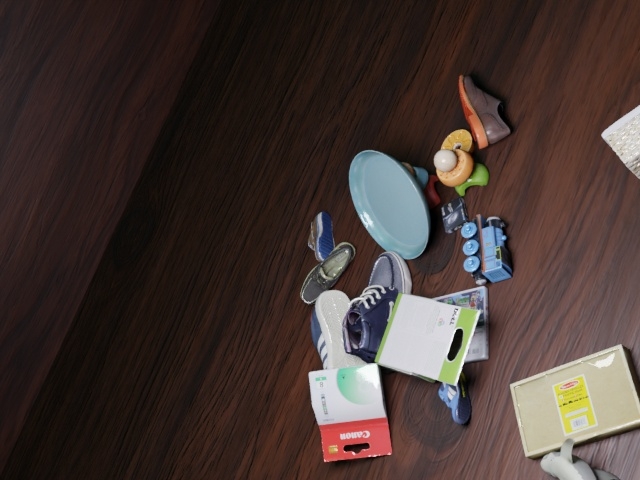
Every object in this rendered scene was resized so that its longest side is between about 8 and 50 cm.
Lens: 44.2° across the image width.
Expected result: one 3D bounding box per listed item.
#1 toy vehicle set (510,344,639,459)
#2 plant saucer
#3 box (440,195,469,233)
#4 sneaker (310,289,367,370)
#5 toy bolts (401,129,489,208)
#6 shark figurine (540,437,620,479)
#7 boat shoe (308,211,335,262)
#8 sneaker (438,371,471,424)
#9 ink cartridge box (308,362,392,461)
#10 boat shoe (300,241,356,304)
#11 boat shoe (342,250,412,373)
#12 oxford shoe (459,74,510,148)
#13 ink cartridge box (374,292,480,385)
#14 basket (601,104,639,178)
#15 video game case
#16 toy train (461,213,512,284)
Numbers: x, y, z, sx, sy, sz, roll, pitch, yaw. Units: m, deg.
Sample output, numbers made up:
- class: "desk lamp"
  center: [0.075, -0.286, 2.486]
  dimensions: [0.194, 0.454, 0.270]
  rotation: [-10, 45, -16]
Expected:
- class: "toy vehicle set"
  center: [0.532, 0.339, 1.639]
  dimensions: [0.267, 0.035, 0.166]
  rotation: [-29, 49, 33]
- class: "plant saucer"
  center: [0.192, -0.101, 2.116]
  dimensions: [0.044, 0.317, 0.317]
  rotation: [-28, 30, -27]
- class: "box"
  center: [0.355, -0.067, 2.082]
  dimensions: [0.067, 0.018, 0.083]
  rotation: [-30, 49, 32]
- class: "sneaker"
  center: [0.051, 0.316, 2.123]
  dimensions: [0.148, 0.131, 0.350]
  rotation: [123, 142, -62]
- class: "toy bolts"
  center: [0.302, -0.209, 2.111]
  dimensions: [0.228, 0.158, 0.218]
  rotation: [-29, 49, 33]
- class: "shark figurine"
  center: [0.529, 0.491, 1.511]
  dimensions: [0.278, 0.116, 0.166]
  rotation: [-107, 23, -51]
- class: "boat shoe"
  center: [0.000, 0.000, 2.397]
  dimensions: [0.066, 0.066, 0.183]
  rotation: [-35, 36, 35]
- class: "sneaker"
  center: [0.312, 0.369, 1.848]
  dimensions: [0.059, 0.053, 0.144]
  rotation: [-31, 39, 31]
- class: "ink cartridge box"
  center: [0.073, 0.427, 1.963]
  dimensions: [0.181, 0.056, 0.224]
  rotation: [-10, 75, 14]
- class: "boat shoe"
  center: [0.015, 0.096, 2.290]
  dimensions: [0.080, 0.073, 0.223]
  rotation: [42, 100, 5]
- class: "boat shoe"
  center: [0.143, 0.164, 2.059]
  dimensions: [0.127, 0.158, 0.340]
  rotation: [-25, 52, 39]
- class: "oxford shoe"
  center: [0.439, -0.357, 2.128]
  dimensions: [0.098, 0.097, 0.271]
  rotation: [-17, 51, 9]
- class: "ink cartridge box"
  center: [0.276, 0.244, 1.889]
  dimensions: [0.255, 0.097, 0.188]
  rotation: [10, 75, 48]
- class: "basket"
  center: [0.721, -0.225, 1.711]
  dimensions: [0.167, 0.113, 0.103]
  rotation: [-37, 49, 27]
- class: "video game case"
  center: [0.324, 0.219, 1.945]
  dimensions: [0.201, 0.023, 0.183]
  rotation: [-19, 55, 41]
- class: "toy train"
  center: [0.408, 0.020, 1.933]
  dimensions: [0.105, 0.080, 0.184]
  rotation: [-18, 53, 29]
